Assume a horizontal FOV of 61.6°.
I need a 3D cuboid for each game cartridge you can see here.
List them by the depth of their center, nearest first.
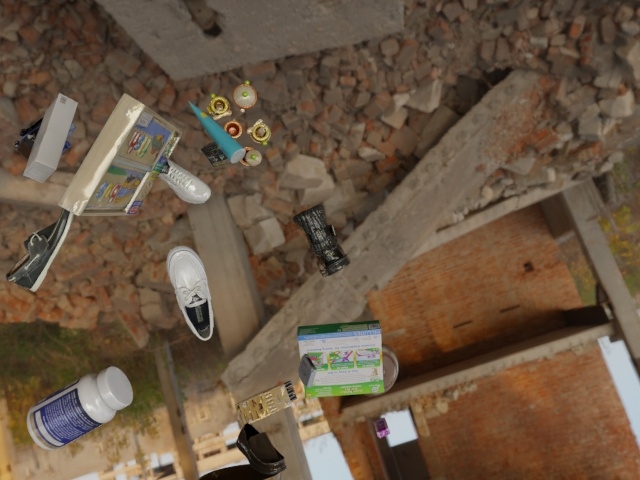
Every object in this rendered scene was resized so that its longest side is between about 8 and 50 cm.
[{"bbox_3d":[-0.033,0.317,1.300,0.017,0.056,0.083,17,-169,-22],"label":"game cartridge"}]

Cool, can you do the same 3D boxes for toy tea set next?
[{"bbox_3d":[-0.307,-0.468,2.160,0.200,0.336,0.124,-28,-175,-8],"label":"toy tea set"}]

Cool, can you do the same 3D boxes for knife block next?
[{"bbox_3d":[-0.218,0.642,2.129,0.275,0.088,0.242,-18,168,-25],"label":"knife block"}]

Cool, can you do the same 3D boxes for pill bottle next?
[{"bbox_3d":[-0.695,0.483,1.565,0.264,0.153,0.153,-29,167,4],"label":"pill bottle"}]

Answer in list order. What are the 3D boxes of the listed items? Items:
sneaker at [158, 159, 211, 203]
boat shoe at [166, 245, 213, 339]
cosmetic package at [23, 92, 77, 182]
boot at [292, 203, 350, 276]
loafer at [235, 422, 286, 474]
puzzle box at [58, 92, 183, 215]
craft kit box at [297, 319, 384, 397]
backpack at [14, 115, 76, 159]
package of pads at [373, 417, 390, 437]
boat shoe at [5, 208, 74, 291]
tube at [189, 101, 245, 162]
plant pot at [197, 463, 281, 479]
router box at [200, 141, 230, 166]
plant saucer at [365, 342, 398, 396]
[{"bbox_3d":[-0.462,-0.199,1.740,0.090,0.235,0.095,-57,170,-11],"label":"sneaker"},{"bbox_3d":[-0.319,0.136,1.365,0.095,0.258,0.084,-23,-151,-15],"label":"boat shoe"},{"bbox_3d":[-0.756,-0.288,1.510,0.098,0.239,0.060,-22,143,38],"label":"cosmetic package"},{"bbox_3d":[0.004,-0.002,2.062,0.131,0.260,0.348,-32,179,-7],"label":"boot"},{"bbox_3d":[-0.177,0.596,1.545,0.080,0.078,0.220,-4,-168,-41],"label":"loafer"},{"bbox_3d":[-0.457,-0.184,1.288,0.272,0.052,0.409,-58,-176,2],"label":"puzzle box"},{"bbox_3d":[0.065,0.362,1.629,0.249,0.247,0.061,-4,-155,2],"label":"craft kit box"},{"bbox_3d":[-0.825,-0.315,1.647,0.158,0.117,0.173,-15,-149,53],"label":"backpack"},{"bbox_3d":[0.240,0.733,2.107,0.050,0.032,0.083,-24,-164,2],"label":"package of pads"},{"bbox_3d":[-0.665,0.012,1.286,0.079,0.084,0.233,31,98,-26],"label":"boat shoe"},{"bbox_3d":[-0.292,-0.302,1.495,0.052,0.207,0.080,-41,165,-8],"label":"tube"},{"bbox_3d":[-0.218,0.786,1.503,0.237,0.255,0.237,-5,170,-1],"label":"plant pot"},{"bbox_3d":[-0.408,-0.352,2.159,0.122,0.092,0.038,-7,-141,38],"label":"router box"},{"bbox_3d":[0.211,0.476,1.963,0.198,0.199,0.036,-12,-175,-26],"label":"plant saucer"}]
